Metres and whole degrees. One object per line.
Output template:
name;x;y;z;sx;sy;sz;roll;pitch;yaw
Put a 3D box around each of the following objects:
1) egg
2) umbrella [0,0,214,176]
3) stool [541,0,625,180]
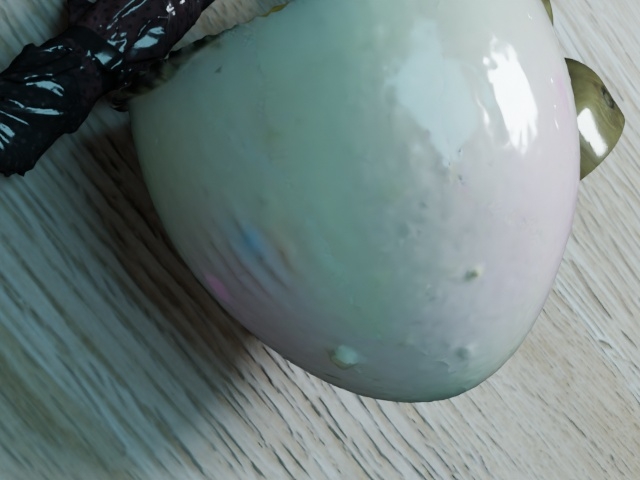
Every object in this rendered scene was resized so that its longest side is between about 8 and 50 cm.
egg;0.055;-0.036;1.226;0.355;0.354;0.339;-27;92;-38
umbrella;-0.179;-0.157;1.258;0.326;0.094;0.090;-45;125;-34
stool;0.153;-0.177;1.472;0.264;0.179;0.179;52;55;-19
